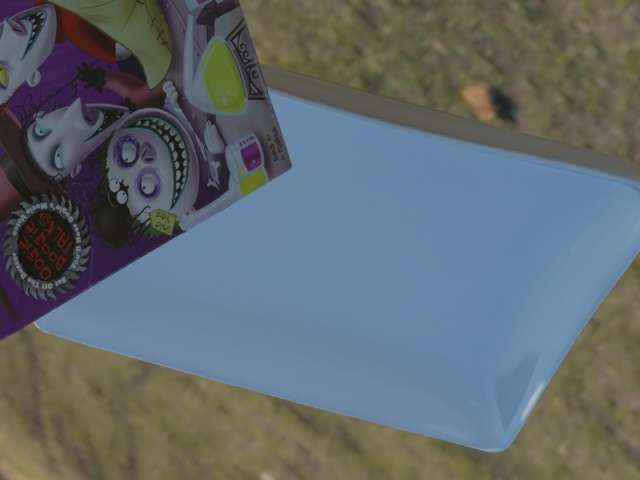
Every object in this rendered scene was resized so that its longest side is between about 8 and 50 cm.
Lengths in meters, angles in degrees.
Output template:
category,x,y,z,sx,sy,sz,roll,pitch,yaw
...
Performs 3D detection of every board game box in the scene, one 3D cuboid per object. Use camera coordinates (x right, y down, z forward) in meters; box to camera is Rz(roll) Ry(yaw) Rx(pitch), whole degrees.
category,x,y,z,sx,sy,sz,roll,pitch,yaw
board game box,-0.140,-0.142,0.621,0.056,0.208,0.347,3,118,49

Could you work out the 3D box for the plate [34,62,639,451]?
category,x,y,z,sx,sy,sz,roll,pitch,yaw
plate,0.000,0.000,0.920,0.278,0.045,0.277,15,148,-4
